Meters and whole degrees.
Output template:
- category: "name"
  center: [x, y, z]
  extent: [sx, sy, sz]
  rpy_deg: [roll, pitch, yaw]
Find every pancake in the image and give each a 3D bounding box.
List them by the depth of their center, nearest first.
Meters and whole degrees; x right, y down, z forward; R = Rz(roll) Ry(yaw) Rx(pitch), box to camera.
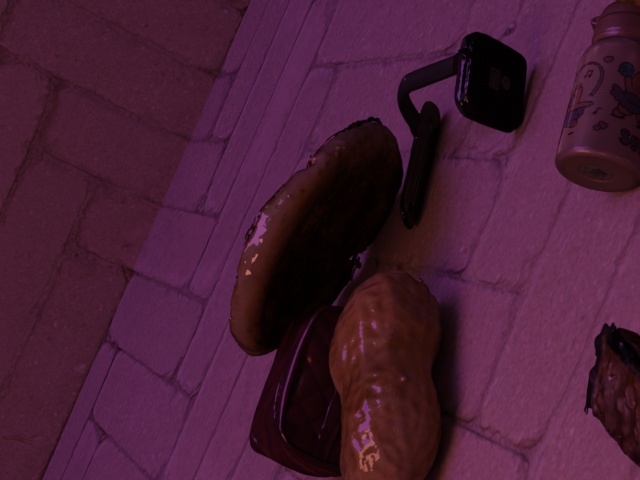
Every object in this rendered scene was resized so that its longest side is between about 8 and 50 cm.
- category: "pancake"
  center: [-0.001, -0.001, 2.002]
  extent: [0.382, 0.071, 0.382]
  rpy_deg: [-49, -21, -26]

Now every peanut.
- category: "peanut"
  center: [0.081, 0.178, 1.749]
  extent: [0.149, 0.149, 0.313]
  rpy_deg: [-47, 34, 41]

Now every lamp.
- category: "lamp"
  center: [0.162, -0.141, 1.937]
  extent: [0.283, 0.124, 0.203]
  rpy_deg: [150, 130, -62]

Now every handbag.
- category: "handbag"
  center: [0.006, 0.198, 1.895]
  extent: [0.135, 0.146, 0.225]
  rpy_deg: [-26, 42, 65]

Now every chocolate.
- category: "chocolate"
  center: [0.316, 0.178, 1.265]
  extent: [0.329, 0.065, 0.102]
  rpy_deg: [-117, 32, -66]

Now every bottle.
- category: "bottle"
  center: [0.331, -0.164, 1.571]
  extent: [0.110, 0.097, 0.209]
  rpy_deg: [6, 68, 29]

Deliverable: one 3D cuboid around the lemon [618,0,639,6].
- category: "lemon"
  center: [0.357, -0.439, 1.462]
  extent: [0.364, 0.364, 0.364]
  rpy_deg: [-51, 24, 34]
